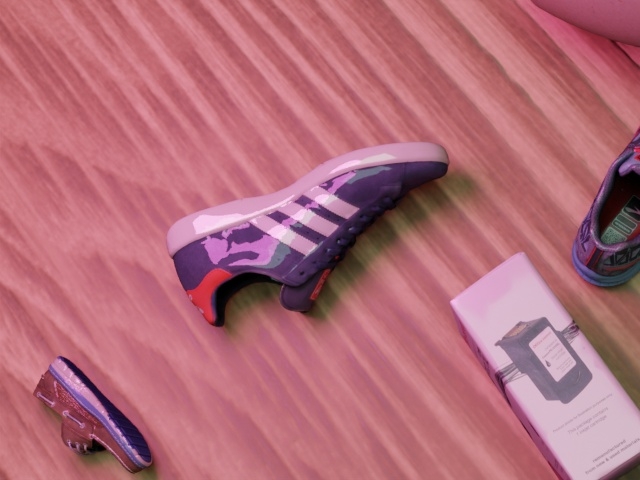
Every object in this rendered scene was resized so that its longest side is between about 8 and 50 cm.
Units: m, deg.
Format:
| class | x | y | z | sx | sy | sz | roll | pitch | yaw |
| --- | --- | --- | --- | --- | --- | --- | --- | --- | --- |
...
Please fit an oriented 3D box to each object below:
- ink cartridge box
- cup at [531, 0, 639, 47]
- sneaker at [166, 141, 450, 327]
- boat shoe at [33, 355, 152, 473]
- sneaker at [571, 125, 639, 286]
| class | x | y | z | sx | sy | sz | roll | pitch | yaw |
| --- | --- | --- | --- | --- | --- | --- | --- | --- | --- |
| ink cartridge box | 0.246 | 0.150 | 1.270 | 0.100 | 0.172 | 0.237 | -33 | 70 | 0 |
| cup | 0.359 | -0.362 | 1.361 | 0.237 | 0.331 | 0.331 | -1 | 71 | 37 |
| sneaker | 0.000 | 0.000 | 1.397 | 0.350 | 0.131 | 0.148 | -22 | 77 | 9 |
| boat shoe | -0.272 | 0.219 | 1.409 | 0.066 | 0.066 | 0.183 | -48 | 61 | -1 |
| sneaker | 0.378 | -0.069 | 1.337 | 0.104 | 0.125 | 0.261 | 28 | 80 | 17 |
